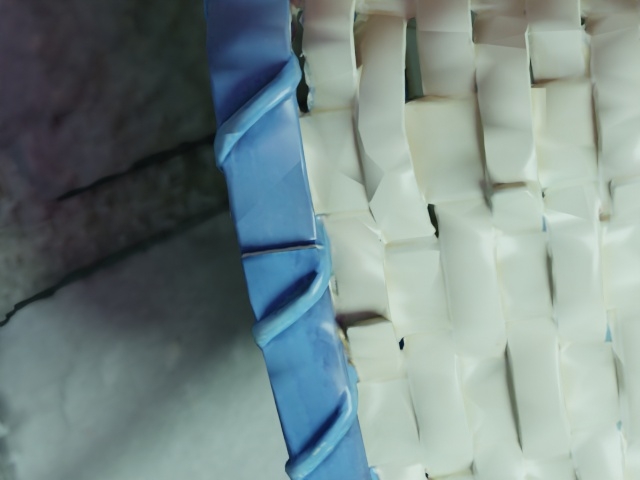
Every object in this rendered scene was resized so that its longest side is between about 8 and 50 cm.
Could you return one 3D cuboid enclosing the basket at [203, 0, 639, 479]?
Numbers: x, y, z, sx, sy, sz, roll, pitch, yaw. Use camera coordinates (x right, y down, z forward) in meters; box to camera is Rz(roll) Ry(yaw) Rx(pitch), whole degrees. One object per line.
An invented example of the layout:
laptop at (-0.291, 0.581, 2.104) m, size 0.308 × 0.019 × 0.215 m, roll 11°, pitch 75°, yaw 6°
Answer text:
basket at (0.000, 0.000, 0.559) m, size 0.288 × 0.201 × 0.255 m, roll -6°, pitch 123°, yaw 5°
